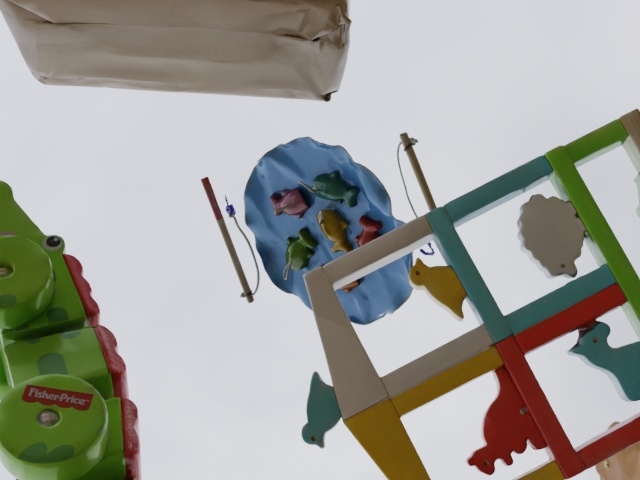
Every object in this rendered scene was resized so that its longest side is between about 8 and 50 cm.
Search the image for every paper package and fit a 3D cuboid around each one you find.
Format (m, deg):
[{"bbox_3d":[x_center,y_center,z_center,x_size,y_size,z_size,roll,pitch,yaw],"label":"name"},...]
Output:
[{"bbox_3d":[-0.125,-0.311,1.078,0.309,0.168,0.325,3,-114,-3],"label":"paper package"}]

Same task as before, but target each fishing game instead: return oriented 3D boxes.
[{"bbox_3d":[0.000,0.000,1.030,0.041,0.264,0.189,-38,-65,-45],"label":"fishing game"}]

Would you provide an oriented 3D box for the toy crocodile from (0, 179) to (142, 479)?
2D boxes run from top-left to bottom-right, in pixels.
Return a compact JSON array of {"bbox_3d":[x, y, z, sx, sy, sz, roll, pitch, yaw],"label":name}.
[{"bbox_3d":[-0.171,0.092,0.753,0.105,0.115,0.340,-13,-133,-20],"label":"toy crocodile"}]

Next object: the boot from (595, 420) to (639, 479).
[{"bbox_3d":[0.416,0.282,1.389,0.104,0.211,0.295,-14,-54,-17],"label":"boot"}]

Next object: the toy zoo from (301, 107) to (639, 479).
[{"bbox_3d":[0.120,0.063,0.740,0.293,0.030,0.192,-27,-101,-2],"label":"toy zoo"}]
